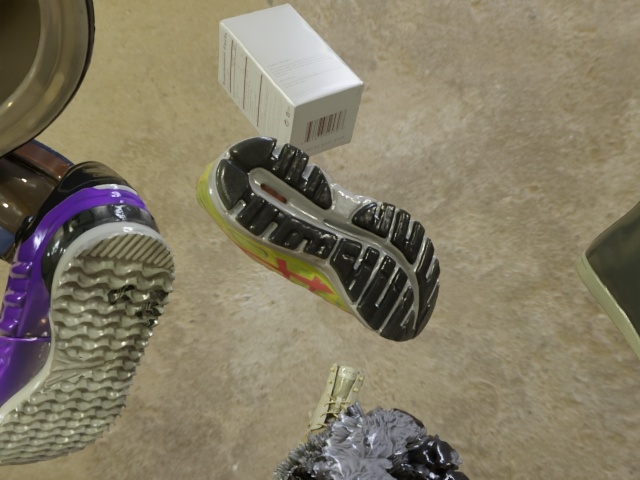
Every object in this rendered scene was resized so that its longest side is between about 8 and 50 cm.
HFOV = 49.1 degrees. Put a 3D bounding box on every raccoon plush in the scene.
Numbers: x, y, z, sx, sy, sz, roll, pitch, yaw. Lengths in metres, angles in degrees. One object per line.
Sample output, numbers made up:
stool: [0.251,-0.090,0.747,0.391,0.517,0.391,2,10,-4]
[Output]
raccoon plush: [-0.025,0.357,0.831,0.446,0.216,0.299,10,128,-23]

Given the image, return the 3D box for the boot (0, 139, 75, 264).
boot: [-0.339,-0.064,0.641,0.219,0.082,0.106,22,70,9]

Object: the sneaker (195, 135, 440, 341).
sneaker: [0.000,0.000,0.493,0.208,0.094,0.081,39,70,-27]

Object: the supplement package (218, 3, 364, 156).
supplement package: [-0.043,-0.202,0.896,0.105,0.105,0.179,-24,60,-25]

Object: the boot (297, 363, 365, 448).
boot: [0.025,0.304,1.252,0.077,0.213,0.165,21,81,5]

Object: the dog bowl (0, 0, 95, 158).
dog bowl: [-0.360,-0.201,0.445,0.408,0.408,0.150,-12,64,0]

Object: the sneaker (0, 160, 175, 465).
sneaker: [-0.213,0.060,0.577,0.293,0.102,0.146,-55,48,27]

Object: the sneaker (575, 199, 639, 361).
sneaker: [0.305,0.050,0.552,0.083,0.118,0.222,0,42,-34]
